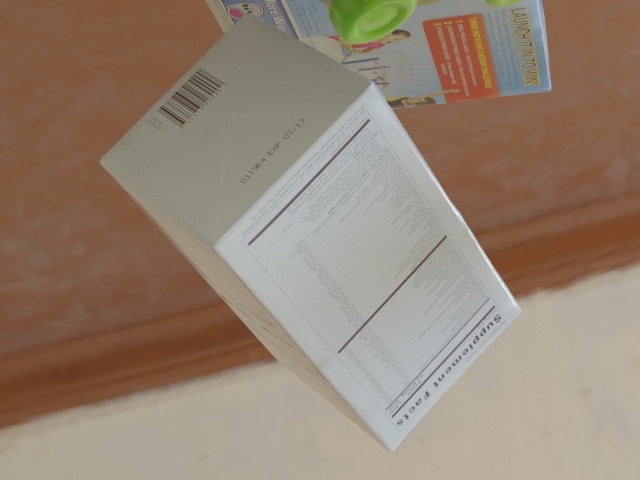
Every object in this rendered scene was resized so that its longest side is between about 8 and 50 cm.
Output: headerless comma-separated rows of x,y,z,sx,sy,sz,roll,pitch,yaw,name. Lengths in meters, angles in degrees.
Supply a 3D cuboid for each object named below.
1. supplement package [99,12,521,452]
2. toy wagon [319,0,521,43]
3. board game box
0.000,0.000,1.021,0.139,0.134,0.244,-46,135,-9,supplement package
0.064,-0.279,1.100,0.344,0.267,0.068,-18,160,-29,toy wagon
0.065,-0.229,1.584,0.302,0.086,0.308,-6,160,9,board game box
